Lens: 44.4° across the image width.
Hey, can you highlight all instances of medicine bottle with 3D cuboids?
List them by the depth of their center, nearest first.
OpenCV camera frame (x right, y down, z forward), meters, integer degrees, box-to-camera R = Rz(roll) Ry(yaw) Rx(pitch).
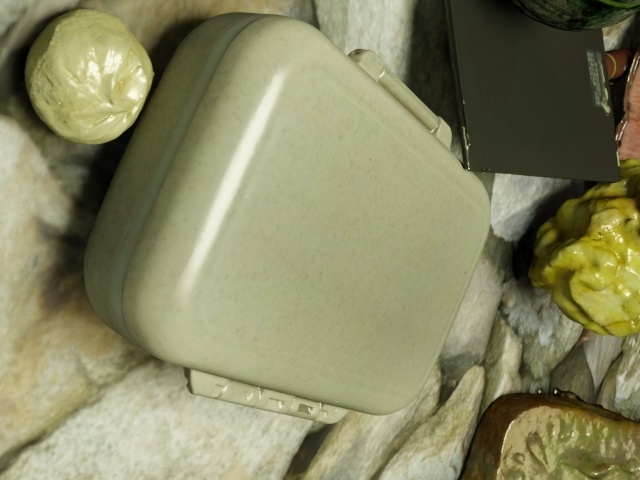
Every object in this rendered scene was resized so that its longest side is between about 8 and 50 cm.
[{"bbox_3d":[0.000,0.000,0.638,0.375,0.123,0.282,29,84,-50],"label":"medicine bottle"}]

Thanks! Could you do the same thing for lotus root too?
[{"bbox_3d":[0.334,0.389,1.127,0.390,0.111,0.375,-33,104,-20],"label":"lotus root"}]

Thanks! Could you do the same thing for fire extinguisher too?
[{"bbox_3d":[0.377,-0.227,1.021,0.132,0.039,0.056,-20,128,-42],"label":"fire extinguisher"}]

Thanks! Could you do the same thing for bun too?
[{"bbox_3d":[-0.140,-0.100,0.492,0.086,0.055,0.086,-25,125,-40],"label":"bun"}]

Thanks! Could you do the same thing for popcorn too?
[{"bbox_3d":[0.382,0.013,0.981,0.233,0.192,0.266,-37,171,-20],"label":"popcorn"}]

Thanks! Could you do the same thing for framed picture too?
[{"bbox_3d":[0.226,-0.190,0.812,0.339,0.014,0.255,-2,84,-47],"label":"framed picture"}]

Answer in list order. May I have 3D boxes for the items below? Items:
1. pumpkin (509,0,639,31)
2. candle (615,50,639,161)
[{"bbox_3d":[0.240,-0.291,0.675,0.162,0.220,0.220,22,90,-11],"label":"pumpkin"},{"bbox_3d":[0.522,-0.176,1.118,0.287,0.131,0.317,-29,135,-49],"label":"candle"}]
